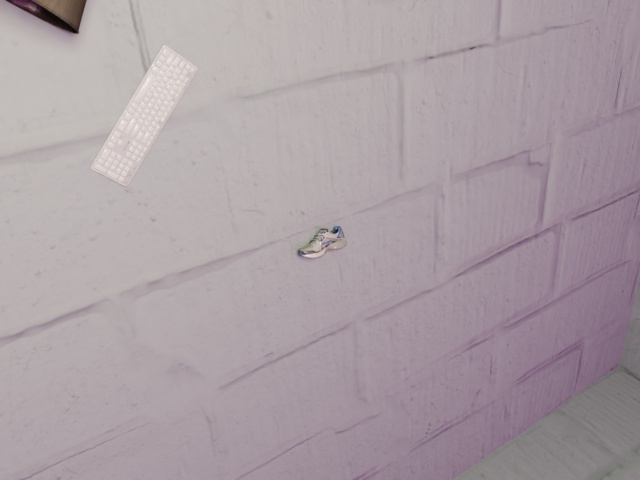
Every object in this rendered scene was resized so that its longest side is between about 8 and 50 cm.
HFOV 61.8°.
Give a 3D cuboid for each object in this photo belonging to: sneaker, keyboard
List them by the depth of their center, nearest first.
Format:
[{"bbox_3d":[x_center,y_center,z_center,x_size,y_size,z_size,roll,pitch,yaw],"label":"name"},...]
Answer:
[{"bbox_3d":[-0.318,-0.222,0.966,0.072,0.014,0.256,30,94,-40],"label":"keyboard"},{"bbox_3d":[0.000,0.000,1.276,0.135,0.052,0.058,-22,114,-33],"label":"sneaker"}]

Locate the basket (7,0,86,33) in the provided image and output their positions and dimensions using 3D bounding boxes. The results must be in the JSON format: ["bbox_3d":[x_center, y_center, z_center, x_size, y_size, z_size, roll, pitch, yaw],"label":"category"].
[{"bbox_3d":[-0.378,-0.437,0.731,0.227,0.154,0.204,-65,162,1],"label":"basket"}]
